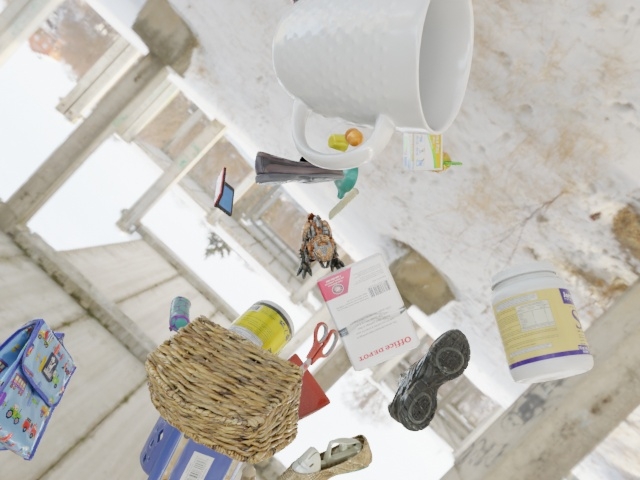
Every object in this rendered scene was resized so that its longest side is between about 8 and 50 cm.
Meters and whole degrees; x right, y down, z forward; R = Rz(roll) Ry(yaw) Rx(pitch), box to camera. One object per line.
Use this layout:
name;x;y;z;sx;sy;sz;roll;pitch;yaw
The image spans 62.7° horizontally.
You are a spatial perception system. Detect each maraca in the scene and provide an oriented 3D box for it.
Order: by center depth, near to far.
maraca;0.500;-0.330;2.198;0.186;0.099;0.127;16;-159;41

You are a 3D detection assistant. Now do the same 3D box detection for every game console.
game console;-0.356;-0.187;2.017;0.085;0.124;0.144;15;-126;-22

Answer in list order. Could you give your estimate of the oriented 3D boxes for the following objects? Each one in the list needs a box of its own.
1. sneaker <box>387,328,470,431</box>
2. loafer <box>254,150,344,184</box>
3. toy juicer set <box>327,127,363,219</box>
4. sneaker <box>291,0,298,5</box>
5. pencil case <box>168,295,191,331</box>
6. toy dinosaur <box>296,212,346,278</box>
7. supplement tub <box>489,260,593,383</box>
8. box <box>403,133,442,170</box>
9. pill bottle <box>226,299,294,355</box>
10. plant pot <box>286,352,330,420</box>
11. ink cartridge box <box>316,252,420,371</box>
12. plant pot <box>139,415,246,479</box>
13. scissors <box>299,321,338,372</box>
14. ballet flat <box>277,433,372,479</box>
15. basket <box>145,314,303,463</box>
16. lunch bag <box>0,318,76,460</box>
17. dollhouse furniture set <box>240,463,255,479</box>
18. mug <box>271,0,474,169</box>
sneaker;0.259;0.331;1.302;0.109;0.286;0.130;48;158;-9
loafer;-0.056;-0.218;1.549;0.303;0.095;0.109;-7;180;-35
toy juicer set;0.111;-0.245;1.891;0.090;0.328;0.209;6;170;-31
sneaker;-0.072;-0.795;1.615;0.319;0.131;0.112;40;-157;-11
pencil case;-0.433;0.229;1.625;0.151;0.065;0.070;-125;21;-68
toy dinosaur;0.000;0.000;1.765;0.322;0.164;0.218;-71;-20;-55
supplement tub;0.668;0.254;1.625;0.241;0.241;0.331;41;-143;-60
box;0.353;-0.344;1.814;0.114;0.103;0.203;-141;49;-77
pill bottle;-0.245;0.356;1.731;0.188;0.188;0.334;44;-138;3
plant pot;-0.163;0.709;2.337;0.267;0.236;0.267;52;142;12
ink cartridge box;0.115;0.172;1.283;0.100;0.172;0.237;-14;-99;-89
plant pot;-0.326;0.557;1.400;0.236;0.236;0.212;28;176;-17
scissors;-0.032;0.383;1.627;0.021;0.297;0.109;-3;135;43
ballet flat;0.005;0.405;0.970;0.206;0.067;0.073;-7;-170;-33
basket;-0.209;0.342;1.096;0.299;0.223;0.213;23;-142;22
lunch bag;-0.740;0.352;1.315;0.138;0.293;0.221;7;137;15
dollhouse furniture set;-0.359;0.715;1.578;0.303;0.173;0.355;10;-162;2
mug;0.071;-0.308;0.991;0.328;0.374;0.276;13;170;30
